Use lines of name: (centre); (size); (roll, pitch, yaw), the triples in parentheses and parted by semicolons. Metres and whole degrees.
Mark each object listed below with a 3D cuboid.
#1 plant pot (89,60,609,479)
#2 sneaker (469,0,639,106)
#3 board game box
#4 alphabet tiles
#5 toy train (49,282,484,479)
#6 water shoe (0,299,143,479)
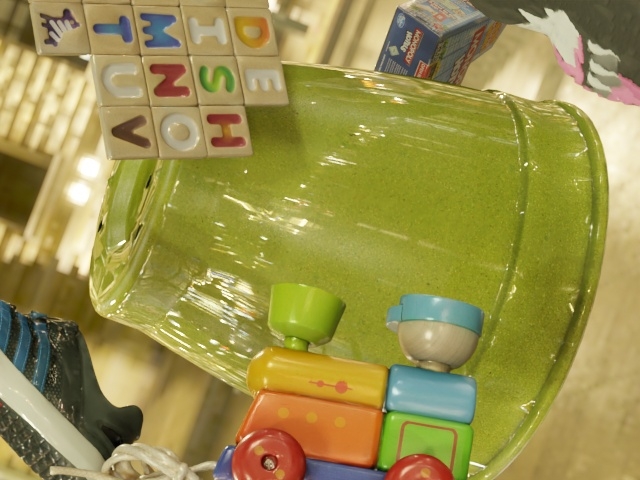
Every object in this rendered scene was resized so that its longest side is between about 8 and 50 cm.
plant pot: (0.000, 0.000, 1.482); (0.366, 0.353, 0.367); (-163, 90, -72)
sneaker: (0.182, -0.149, 1.124); (0.178, 0.077, 0.072); (44, 122, 35)
board game box: (0.131, -0.200, 1.840); (0.194, 0.060, 0.194); (-38, -22, -40)
alphabet tiles: (-0.122, -0.173, 1.264); (0.009, 0.198, 0.237); (-30, 68, 54)
toy train: (-0.026, 0.089, 1.021); (0.105, 0.248, 0.143); (97, -177, -74)
water shoe: (-0.204, 0.076, 1.155); (0.080, 0.203, 0.073); (-43, 9, -37)
